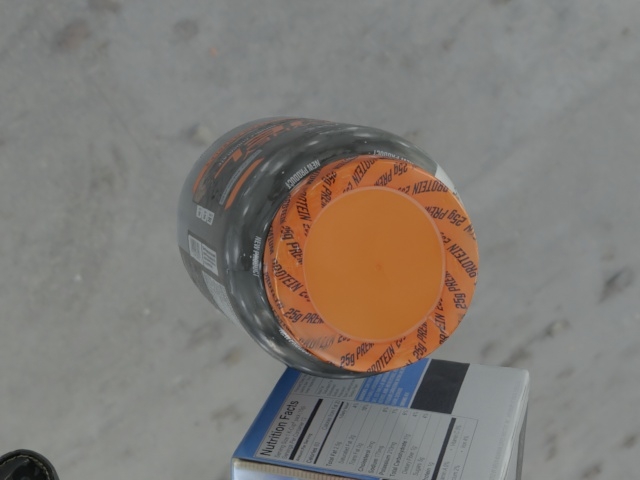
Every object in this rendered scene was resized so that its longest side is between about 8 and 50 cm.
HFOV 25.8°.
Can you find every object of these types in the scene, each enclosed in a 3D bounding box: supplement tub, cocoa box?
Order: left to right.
[{"bbox_3d":[0.000,0.000,1.199,0.207,0.338,0.207,-2,97,-15],"label":"supplement tub"},{"bbox_3d":[0.054,0.302,1.278,0.231,0.228,0.347,-56,151,-63],"label":"cocoa box"}]

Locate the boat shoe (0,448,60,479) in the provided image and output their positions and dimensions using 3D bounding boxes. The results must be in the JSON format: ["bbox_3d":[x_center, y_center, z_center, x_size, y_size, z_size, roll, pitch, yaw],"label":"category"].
[{"bbox_3d":[-0.305,0.321,1.283,0.127,0.340,0.113,23,137,-5],"label":"boat shoe"}]
